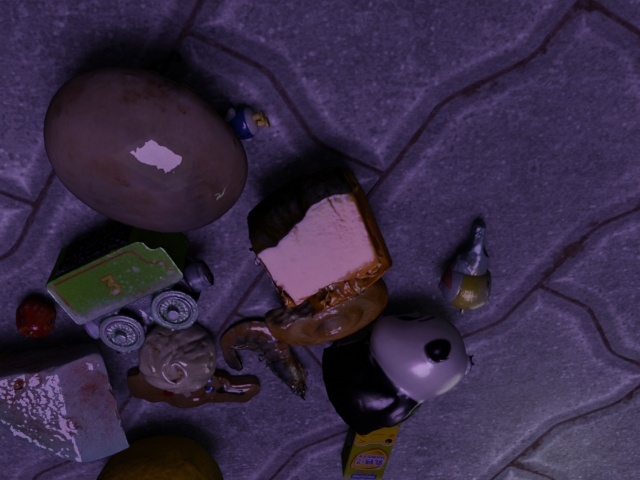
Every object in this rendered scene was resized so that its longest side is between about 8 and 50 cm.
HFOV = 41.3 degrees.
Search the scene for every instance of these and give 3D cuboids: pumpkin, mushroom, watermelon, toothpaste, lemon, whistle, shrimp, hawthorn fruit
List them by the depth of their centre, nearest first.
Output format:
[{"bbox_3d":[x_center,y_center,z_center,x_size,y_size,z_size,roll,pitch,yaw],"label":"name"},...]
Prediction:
[{"bbox_3d":[-0.295,-0.180,1.495,0.362,0.294,0.362,14,157,6],"label":"mushroom"},{"bbox_3d":[0.000,0.000,1.659,0.225,0.256,0.303,-24,170,6],"label":"pumpkin"},{"bbox_3d":[0.319,0.062,1.849,0.123,0.123,0.223,2,116,-7],"label":"whistle"},{"bbox_3d":[-0.624,0.172,1.854,0.093,0.093,0.093,-3,130,-3],"label":"hawthorn fruit"},{"bbox_3d":[-0.578,0.331,1.926,0.387,0.228,0.258,32,112,-18],"label":"watermelon"},{"bbox_3d":[-0.133,0.300,2.040,0.169,0.058,0.296,-14,127,16],"label":"shrimp"},{"bbox_3d":[-0.406,0.650,2.148,0.336,0.336,0.336,-3,130,-3],"label":"lemon"},{"bbox_3d":[0.137,0.500,2.217,0.110,0.077,0.327,4,129,-10],"label":"toothpaste"}]

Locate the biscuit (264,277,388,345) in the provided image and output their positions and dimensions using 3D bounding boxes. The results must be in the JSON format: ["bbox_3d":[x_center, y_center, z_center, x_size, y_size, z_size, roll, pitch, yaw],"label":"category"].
[{"bbox_3d":[0.029,0.160,1.862,0.274,0.091,0.213,-29,152,15],"label":"biscuit"}]

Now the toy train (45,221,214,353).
[{"bbox_3d":[-0.387,0.082,1.758,0.307,0.173,0.249,-23,120,14],"label":"toy train"}]

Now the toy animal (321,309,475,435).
[{"bbox_3d":[0.185,0.292,1.946,0.310,0.251,0.251,-29,127,26],"label":"toy animal"}]

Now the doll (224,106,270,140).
[{"bbox_3d":[-0.168,-0.213,1.597,0.143,0.057,0.099,-13,150,12],"label":"doll"}]

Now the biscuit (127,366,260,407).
[{"bbox_3d":[-0.306,0.347,2.067,0.320,0.047,0.183,14,130,-19],"label":"biscuit"}]

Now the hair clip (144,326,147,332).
[{"bbox_3d":[-0.414,0.202,1.939,0.039,0.030,0.115,8,129,-11],"label":"hair clip"}]

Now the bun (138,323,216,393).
[{"bbox_3d":[-0.323,0.273,1.934,0.183,0.102,0.183,-4,106,-13],"label":"bun"}]
